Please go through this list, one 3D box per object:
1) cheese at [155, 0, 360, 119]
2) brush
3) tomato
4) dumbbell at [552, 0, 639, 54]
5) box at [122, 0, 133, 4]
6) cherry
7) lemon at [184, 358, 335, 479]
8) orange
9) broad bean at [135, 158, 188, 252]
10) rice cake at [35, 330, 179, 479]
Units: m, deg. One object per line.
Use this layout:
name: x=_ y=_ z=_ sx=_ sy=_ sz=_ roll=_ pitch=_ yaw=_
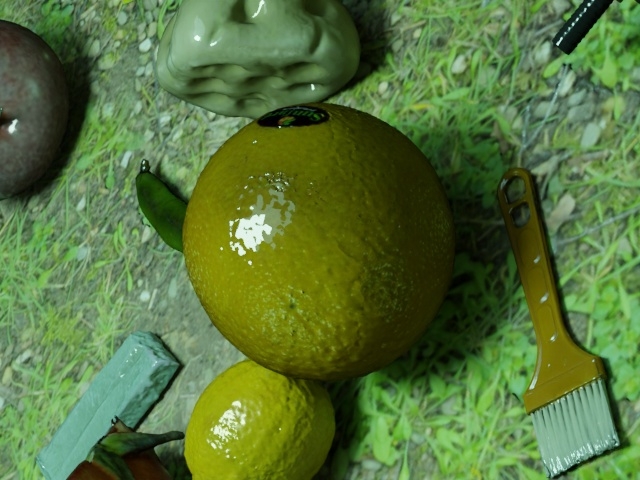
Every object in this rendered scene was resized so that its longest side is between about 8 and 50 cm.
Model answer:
cheese: x=-0.075 y=-0.215 z=1.757 sx=0.235 sy=0.218 sz=0.117 roll=-8 pitch=73 yaw=18
brush: x=0.208 y=0.062 z=1.500 sx=0.090 sy=0.017 sz=0.314 roll=-31 pitch=53 yaw=32
tomato: x=-0.229 y=0.348 z=1.686 sx=0.170 sy=0.309 sz=0.309 roll=34 pitch=100 yaw=8
dumbbell: x=0.317 y=-0.300 z=1.447 sx=0.325 sy=0.143 sz=0.143 roll=-52 pitch=45 yaw=15
box: x=-0.088 y=-0.342 z=1.803 sx=0.153 sy=0.279 sz=0.041 roll=-10 pitch=109 yaw=42
cherry: x=-0.432 y=-0.165 z=2.084 sx=0.236 sy=0.213 sz=0.285 roll=-49 pitch=22 yaw=-11
lemon: x=-0.066 y=0.197 z=1.621 sx=0.187 sy=0.142 sz=0.142 roll=-54 pitch=45 yaw=12
orange: x=0.000 y=0.000 z=1.553 sx=0.274 sy=0.274 sz=0.274 roll=-19 pitch=61 yaw=38
broad bean: x=-0.156 y=-0.019 z=1.869 sx=0.254 sy=0.046 sz=0.065 roll=37 pitch=101 yaw=47
rice cake: x=-0.248 y=0.202 z=1.871 sx=0.226 sy=0.040 sz=0.085 roll=-53 pitch=45 yaw=16
